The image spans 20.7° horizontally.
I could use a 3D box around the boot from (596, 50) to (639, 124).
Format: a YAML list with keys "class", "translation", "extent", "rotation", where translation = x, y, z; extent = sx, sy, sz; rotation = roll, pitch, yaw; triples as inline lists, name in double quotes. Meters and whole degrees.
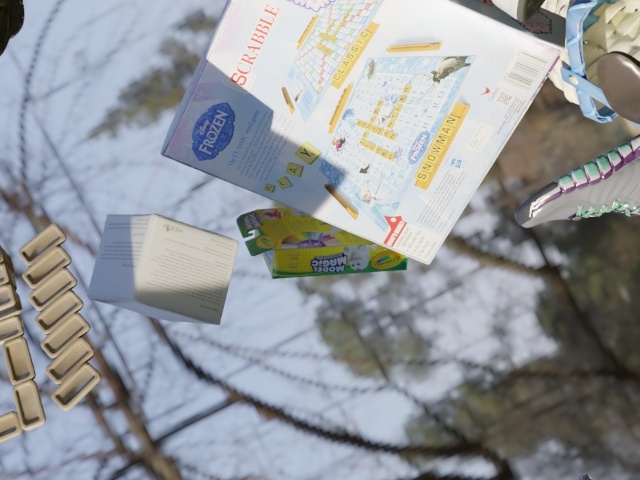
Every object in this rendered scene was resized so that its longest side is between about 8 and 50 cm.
- class: "boot"
  translation: [0.232, -0.126, 1.201]
  extent: [0.106, 0.037, 0.114]
  rotation: [45, -134, -30]

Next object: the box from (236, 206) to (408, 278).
- class: "box"
  translation: [0.000, 0.000, 1.962]
  extent: [0.105, 0.179, 0.043]
  rotation: [-116, 28, -60]

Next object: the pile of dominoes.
- class: "pile of dominoes"
  translation: [-0.358, 0.118, 2.040]
  extent: [0.040, 0.196, 0.251]
  rotation: [63, -174, -61]

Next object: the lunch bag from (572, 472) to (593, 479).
- class: "lunch bag"
  translation: [0.265, 0.303, 1.942]
  extent: [0.053, 0.083, 0.071]
  rotation: [50, -130, 8]

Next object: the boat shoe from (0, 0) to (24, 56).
- class: "boat shoe"
  translation: [-0.435, -0.273, 2.218]
  extent: [0.223, 0.073, 0.080]
  rotation: [-69, -29, -68]

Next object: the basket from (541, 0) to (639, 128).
- class: "basket"
  translation: [0.373, -0.251, 1.974]
  extent: [0.289, 0.255, 0.201]
  rotation: [35, 158, 44]

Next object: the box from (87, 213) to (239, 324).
- class: "box"
  translation: [-0.151, 0.028, 1.677]
  extent: [0.102, 0.101, 0.087]
  rotation: [19, -100, -32]

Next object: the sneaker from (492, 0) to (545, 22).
- class: "sneaker"
  translation: [0.072, -0.232, 1.127]
  extent: [0.178, 0.124, 0.295]
  rotation: [36, -171, 14]

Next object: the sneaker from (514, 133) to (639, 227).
- class: "sneaker"
  translation: [0.350, -0.054, 2.134]
  extent: [0.098, 0.224, 0.083]
  rotation: [61, 176, 4]

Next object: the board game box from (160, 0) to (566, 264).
- class: "board game box"
  translation: [0.038, -0.156, 1.797]
  extent: [0.318, 0.318, 0.066]
  rotation: [23, -141, -9]
